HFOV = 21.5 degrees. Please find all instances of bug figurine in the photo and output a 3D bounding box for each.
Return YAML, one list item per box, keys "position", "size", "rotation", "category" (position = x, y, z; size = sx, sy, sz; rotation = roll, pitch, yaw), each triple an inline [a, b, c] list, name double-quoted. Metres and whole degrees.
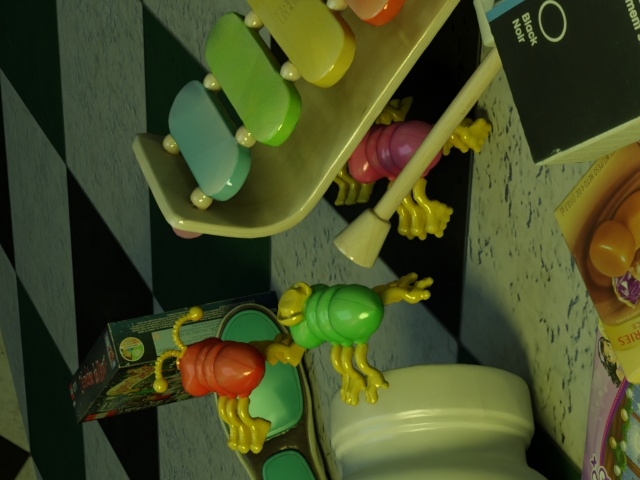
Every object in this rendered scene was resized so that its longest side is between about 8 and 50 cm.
- position: [0.000, 0.000, 1.111]
  size: [0.216, 0.072, 0.279]
  rotation: [-9, 53, 56]
  category: "bug figurine"

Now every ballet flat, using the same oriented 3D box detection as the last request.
- position: [-0.039, 0.179, 1.498]
  size: [0.086, 0.086, 0.248]
  rotation: [152, 105, -68]
  category: "ballet flat"

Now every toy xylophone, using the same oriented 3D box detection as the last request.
- position: [0.013, -0.128, 1.036]
  size: [0.322, 0.081, 0.236]
  rotation: [-60, 34, 11]
  category: "toy xylophone"

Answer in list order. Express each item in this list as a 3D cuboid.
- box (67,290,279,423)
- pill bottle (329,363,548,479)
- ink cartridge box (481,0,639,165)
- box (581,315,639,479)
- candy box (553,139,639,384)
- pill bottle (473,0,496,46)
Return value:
- position: [-0.142, 0.114, 1.605]
  size: [0.233, 0.159, 0.044]
  rotation: [133, 123, -65]
  category: "box"
- position: [0.078, 0.228, 1.047]
  size: [0.162, 0.162, 0.278]
  rotation: [124, 147, -62]
  category: "pill bottle"
- position: [0.133, -0.155, 0.706]
  size: [0.208, 0.045, 0.206]
  rotation: [-26, 79, 56]
  category: "ink cartridge box"
- position: [0.209, 0.139, 0.858]
  size: [0.201, 0.057, 0.293]
  rotation: [-132, 36, -54]
  category: "box"
- position: [0.188, -0.032, 0.740]
  size: [0.186, 0.053, 0.109]
  rotation: [-55, 38, 38]
  category: "candy box"
- position: [0.107, -0.210, 0.861]
  size: [0.117, 0.118, 0.208]
  rotation: [169, 90, -69]
  category: "pill bottle"
